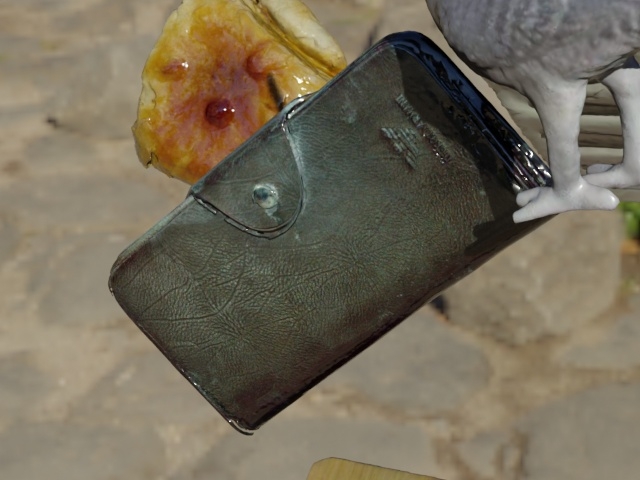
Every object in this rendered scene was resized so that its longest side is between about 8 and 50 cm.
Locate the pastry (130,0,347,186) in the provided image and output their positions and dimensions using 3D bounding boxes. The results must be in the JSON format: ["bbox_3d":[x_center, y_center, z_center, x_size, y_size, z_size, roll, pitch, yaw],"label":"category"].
[{"bbox_3d":[-0.085,-0.141,1.775,0.229,0.218,0.100,-30,-7,19],"label":"pastry"}]

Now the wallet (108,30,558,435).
[{"bbox_3d":[0.000,0.000,1.226,0.318,0.172,0.045,-37,10,32],"label":"wallet"}]

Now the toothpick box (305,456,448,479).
[{"bbox_3d":[0.065,0.362,1.474,0.187,0.308,0.190,8,42,14],"label":"toothpick box"}]

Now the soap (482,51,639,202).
[{"bbox_3d":[0.283,-0.187,1.313,0.350,0.213,0.435,3,-15,23],"label":"soap"}]

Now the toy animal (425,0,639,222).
[{"bbox_3d":[0.141,-0.103,0.969,0.081,0.206,0.367,-28,36,-33],"label":"toy animal"}]
